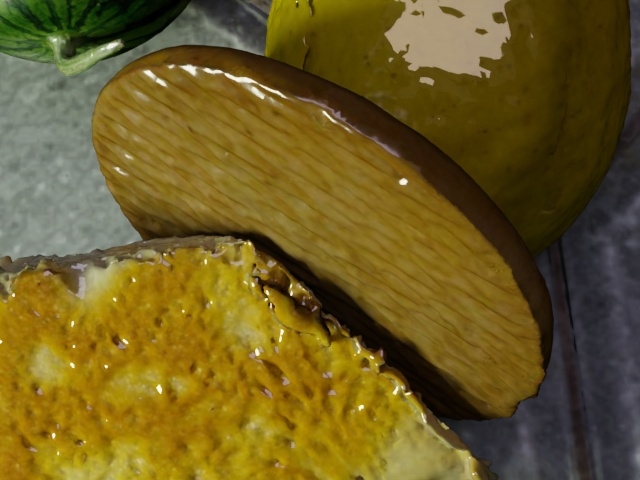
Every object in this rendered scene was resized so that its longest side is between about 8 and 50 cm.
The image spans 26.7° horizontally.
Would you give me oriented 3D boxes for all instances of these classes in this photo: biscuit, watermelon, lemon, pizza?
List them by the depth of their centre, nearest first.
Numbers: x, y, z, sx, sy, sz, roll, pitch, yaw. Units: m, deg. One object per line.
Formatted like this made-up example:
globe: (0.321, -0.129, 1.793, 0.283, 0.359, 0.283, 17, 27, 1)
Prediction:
biscuit: (0.001, 0.000, 0.674, 0.262, 0.262, 0.037, 27, 61, 13)
pizza: (-0.057, 0.088, 0.705, 0.296, 0.071, 0.189, -1, 100, 8)
lemon: (0.068, -0.091, 0.737, 0.204, 0.204, 0.260, 9, 103, 5)
watermelon: (-0.151, -0.186, 0.799, 0.188, 0.188, 0.215, -4, 75, -1)
